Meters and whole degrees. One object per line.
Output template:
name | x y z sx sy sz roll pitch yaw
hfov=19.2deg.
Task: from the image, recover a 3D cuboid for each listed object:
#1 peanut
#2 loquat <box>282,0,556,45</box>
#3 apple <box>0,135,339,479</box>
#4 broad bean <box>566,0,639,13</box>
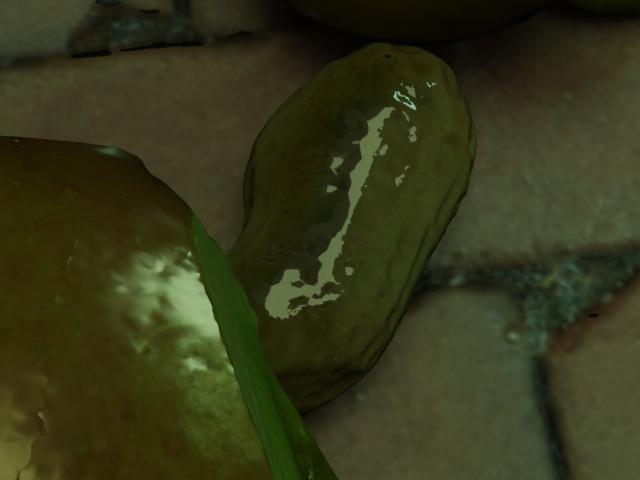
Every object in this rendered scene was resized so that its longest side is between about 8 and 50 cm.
peanut | 0.000 0.000 1.018 0.120 0.110 0.236 30 77 4
loquat | 0.058 -0.195 1.056 0.227 0.179 0.179 7 62 31
apple | -0.130 0.136 0.827 0.384 0.374 0.374 14 63 -29
broad bean | 0.177 -0.221 1.142 0.124 0.082 0.174 -12 78 -7
